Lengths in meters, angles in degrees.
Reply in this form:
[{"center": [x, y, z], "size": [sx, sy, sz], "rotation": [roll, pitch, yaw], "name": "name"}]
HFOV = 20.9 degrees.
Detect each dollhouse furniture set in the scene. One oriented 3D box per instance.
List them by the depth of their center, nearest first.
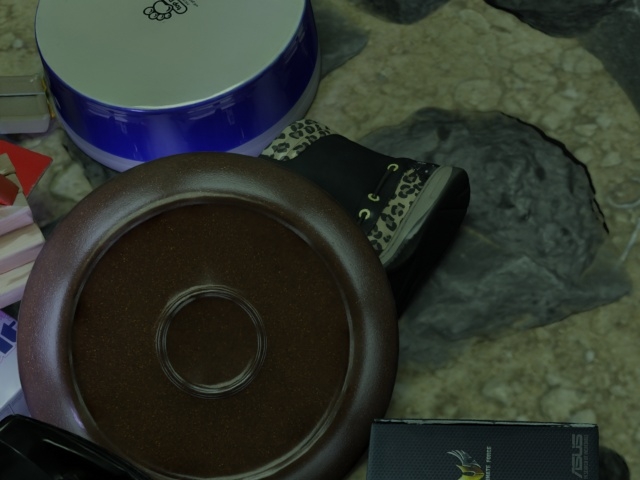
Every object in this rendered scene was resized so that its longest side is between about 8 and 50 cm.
[{"center": [-0.337, -0.116, 1.684], "size": [0.151, 0.059, 0.076], "rotation": [-4, 44, -19], "name": "dollhouse furniture set"}]

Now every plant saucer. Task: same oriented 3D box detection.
[{"center": [-0.088, 0.082, 1.384], "size": [0.310, 0.050, 0.311], "rotation": [0, 87, -6], "name": "plant saucer"}]

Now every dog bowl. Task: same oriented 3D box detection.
[{"center": [-0.136, -0.192, 1.660], "size": [0.264, 0.104, 0.265], "rotation": [-4, 53, 5], "name": "dog bowl"}]

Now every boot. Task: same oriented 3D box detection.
[{"center": [0.001, 0.000, 1.520], "size": [0.178, 0.085, 0.236], "rotation": [25, 61, 29], "name": "boot"}]

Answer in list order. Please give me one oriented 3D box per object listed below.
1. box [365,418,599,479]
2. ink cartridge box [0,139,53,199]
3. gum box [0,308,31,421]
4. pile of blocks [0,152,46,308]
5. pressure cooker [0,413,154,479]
[{"center": [0.123, 0.251, 1.331], "size": [0.183, 0.059, 0.233], "rotation": [0, 54, 10], "name": "box"}, {"center": [-0.425, -0.038, 1.517], "size": [0.296, 0.066, 0.261], "rotation": [19, 58, 12], "name": "ink cartridge box"}, {"center": [-0.313, 0.147, 1.463], "size": [0.107, 0.062, 0.188], "rotation": [30, 63, 27], "name": "gum box"}, {"center": [-0.397, -0.004, 1.387], "size": [0.362, 0.113, 0.149], "rotation": [-3, 58, -1], "name": "pile of blocks"}, {"center": [-0.220, 0.332, 1.118], "size": [0.420, 0.370, 0.375], "rotation": [-41, 30, -23], "name": "pressure cooker"}]
